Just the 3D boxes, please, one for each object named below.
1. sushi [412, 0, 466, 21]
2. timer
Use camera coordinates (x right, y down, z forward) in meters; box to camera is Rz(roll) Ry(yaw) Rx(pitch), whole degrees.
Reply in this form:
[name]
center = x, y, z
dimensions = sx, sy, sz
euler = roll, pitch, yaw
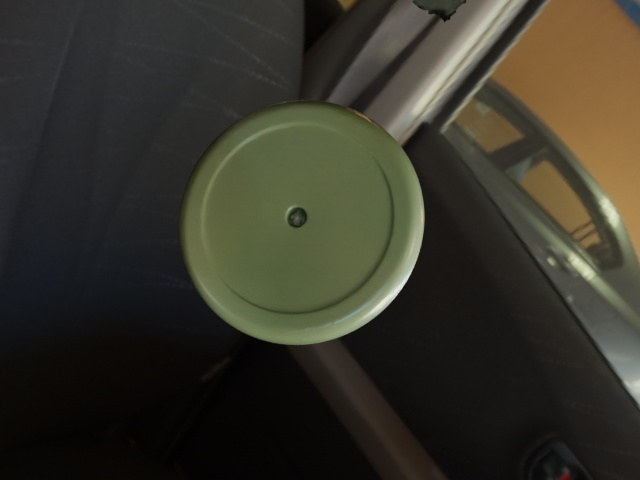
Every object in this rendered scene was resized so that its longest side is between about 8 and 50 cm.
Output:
[sushi]
center = 0.074, -0.249, 0.402
dimensions = 0.294, 0.292, 0.059
euler = 41, -1, 38
[timer]
center = 0.000, 0.000, 1.061
dimensions = 0.291, 0.291, 0.315
euler = 51, 2, 15
